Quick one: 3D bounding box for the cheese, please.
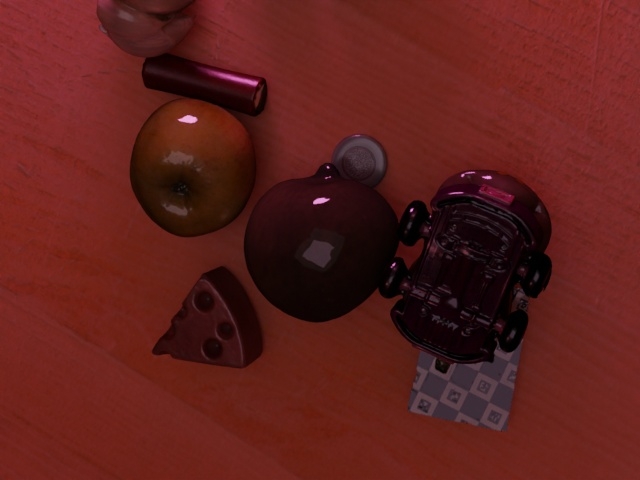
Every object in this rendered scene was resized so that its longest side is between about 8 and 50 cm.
[{"bbox_3d":[-0.217,0.143,2.002,0.203,0.128,0.177,7,99,17],"label":"cheese"}]

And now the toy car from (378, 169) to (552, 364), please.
[{"bbox_3d":[0.273,0.032,1.804,0.271,0.240,0.340,25,116,11],"label":"toy car"}]

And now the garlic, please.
[{"bbox_3d":[-0.302,-0.491,1.866,0.203,0.185,0.281,10,80,-5],"label":"garlic"}]

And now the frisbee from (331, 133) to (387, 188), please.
[{"bbox_3d":[0.074,-0.148,1.931,0.110,0.014,0.110,2,100,13],"label":"frisbee"}]

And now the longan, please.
[{"bbox_3d":[0.000,0.000,1.860,0.300,0.243,0.300,-2,79,9],"label":"longan"}]

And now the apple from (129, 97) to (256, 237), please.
[{"bbox_3d":[-0.242,-0.136,1.913,0.261,0.194,0.260,2,116,5],"label":"apple"}]

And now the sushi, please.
[{"bbox_3d":[0.284,0.207,1.923,0.193,0.043,0.279,10,95,13],"label":"sushi"}]

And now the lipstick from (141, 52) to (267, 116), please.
[{"bbox_3d":[-0.222,-0.303,1.945,0.241,0.080,0.080,15,103,11],"label":"lipstick"}]
